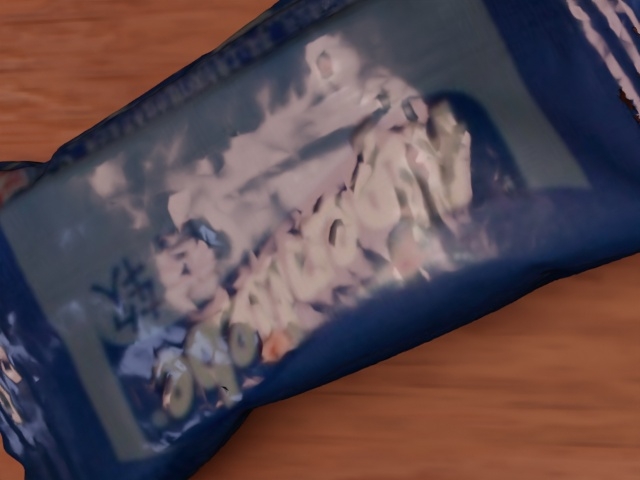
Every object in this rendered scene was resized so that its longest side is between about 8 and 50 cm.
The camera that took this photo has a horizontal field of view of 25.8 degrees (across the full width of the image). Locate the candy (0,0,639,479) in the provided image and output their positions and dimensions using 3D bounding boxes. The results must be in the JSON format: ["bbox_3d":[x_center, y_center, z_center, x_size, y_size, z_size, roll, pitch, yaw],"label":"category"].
[{"bbox_3d":[-0.011,-0.021,0.567,0.331,0.077,0.187,-30,85,11],"label":"candy"}]
